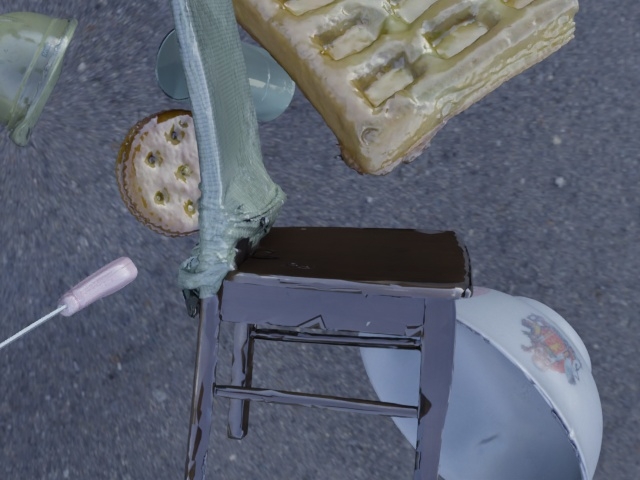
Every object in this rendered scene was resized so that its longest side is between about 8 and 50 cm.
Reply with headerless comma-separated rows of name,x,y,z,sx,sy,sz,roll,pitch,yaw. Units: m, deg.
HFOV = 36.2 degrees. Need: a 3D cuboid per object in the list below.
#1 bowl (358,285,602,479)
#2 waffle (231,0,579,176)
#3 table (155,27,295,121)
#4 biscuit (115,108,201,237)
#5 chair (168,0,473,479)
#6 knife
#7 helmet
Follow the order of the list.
bowl,0.217,0.167,1.160,0.157,0.346,0.345,-36,107,-27
waffle,0.069,-0.270,1.076,0.304,0.077,0.348,-33,66,-10
table,-0.156,-0.276,1.639,0.220,0.126,0.126,5,97,-56
biscuit,-0.238,-0.113,1.636,0.221,0.066,0.220,3,86,-38
chair,0.000,0.000,0.603,0.186,0.160,0.319,3,102,7
knife,-0.406,0.111,1.436,0.336,0.081,0.043,-33,91,-43
helmet,-0.471,-0.262,1.479,0.137,0.257,0.204,25,67,-15
